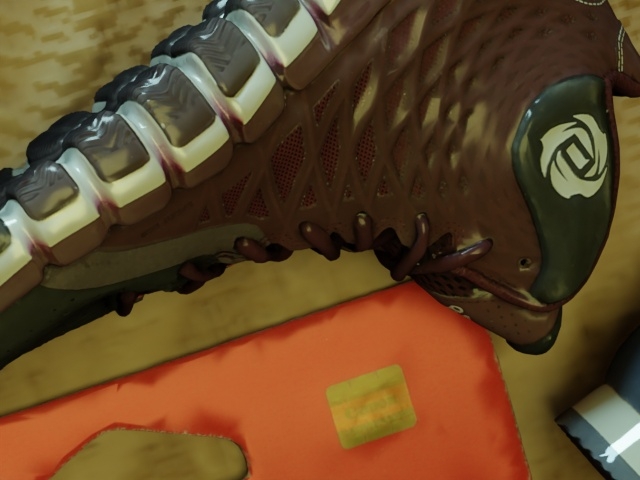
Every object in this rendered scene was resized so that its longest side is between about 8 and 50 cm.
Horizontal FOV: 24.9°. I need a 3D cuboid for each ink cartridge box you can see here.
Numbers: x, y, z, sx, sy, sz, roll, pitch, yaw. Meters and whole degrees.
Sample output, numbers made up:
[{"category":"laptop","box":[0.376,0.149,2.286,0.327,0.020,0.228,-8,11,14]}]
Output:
[{"category":"ink cartridge box","box":[-0.038,0.177,0.503,0.296,0.066,0.261,-18,100,-9]}]

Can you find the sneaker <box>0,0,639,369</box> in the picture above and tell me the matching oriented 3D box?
[{"category":"sneaker","box":[0.000,0.000,0.474,0.281,0.106,0.162,-40,104,-5]}]

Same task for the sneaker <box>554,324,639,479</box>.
[{"category":"sneaker","box":[0.241,0.125,0.526,0.319,0.112,0.131,41,90,-13]}]
